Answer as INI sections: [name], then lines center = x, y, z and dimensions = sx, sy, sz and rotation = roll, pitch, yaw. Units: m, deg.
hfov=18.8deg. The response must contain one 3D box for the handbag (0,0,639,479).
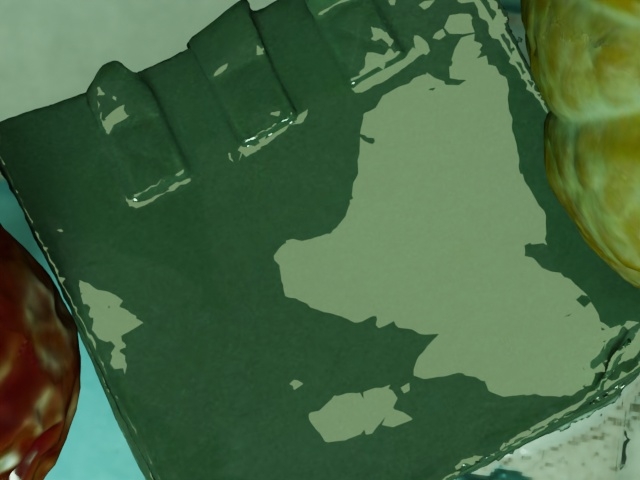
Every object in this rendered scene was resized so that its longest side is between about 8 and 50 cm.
[handbag]
center = 0.000, 0.001, 0.907
dimensions = 0.247, 0.079, 0.260
rotation = -26, 78, -4

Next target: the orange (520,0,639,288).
[orange]
center = 0.230, -0.092, 0.765
dimensions = 0.329, 0.249, 0.329
rotation = 10, 111, 28

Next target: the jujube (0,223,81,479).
[jujube]
center = -0.229, 0.063, 0.844
dimensions = 0.232, 0.213, 0.213
rotation = -38, 80, -7
